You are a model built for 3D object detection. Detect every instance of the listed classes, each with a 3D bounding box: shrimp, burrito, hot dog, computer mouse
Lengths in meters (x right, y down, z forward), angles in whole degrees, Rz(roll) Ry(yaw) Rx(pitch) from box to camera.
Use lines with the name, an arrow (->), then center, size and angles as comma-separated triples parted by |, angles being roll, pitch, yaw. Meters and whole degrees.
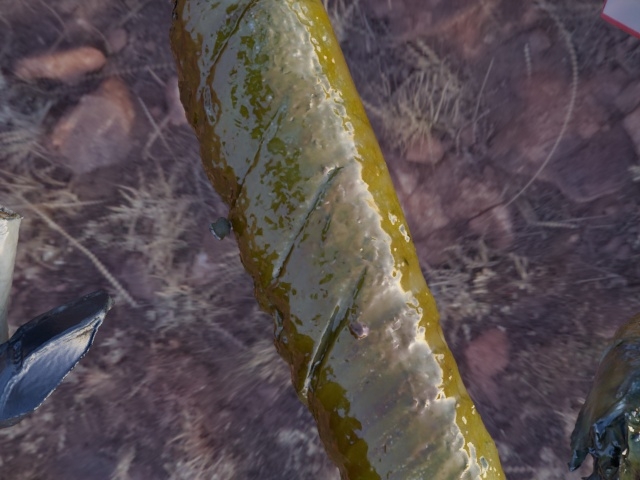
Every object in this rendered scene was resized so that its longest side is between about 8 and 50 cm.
shrimp -> 0.390, 0.152, 1.184 | 0.272, 0.445, 0.085 | -6, 109, 37
burrito -> -0.362, 0.044, 1.263 | 0.087, 0.060, 0.226 | -8, 125, -26
hot dog -> 0.003, -0.001, 0.518 | 0.087, 0.061, 0.286 | -30, 82, 30
computer mouse -> -0.301, 0.119, 1.252 | 0.062, 0.106, 0.192 | 46, 75, -21

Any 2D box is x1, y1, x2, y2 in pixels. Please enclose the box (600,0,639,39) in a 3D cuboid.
box -> 0.519, -0.299, 1.205 | 0.312, 0.314, 0.300 | 13, 109, -11
